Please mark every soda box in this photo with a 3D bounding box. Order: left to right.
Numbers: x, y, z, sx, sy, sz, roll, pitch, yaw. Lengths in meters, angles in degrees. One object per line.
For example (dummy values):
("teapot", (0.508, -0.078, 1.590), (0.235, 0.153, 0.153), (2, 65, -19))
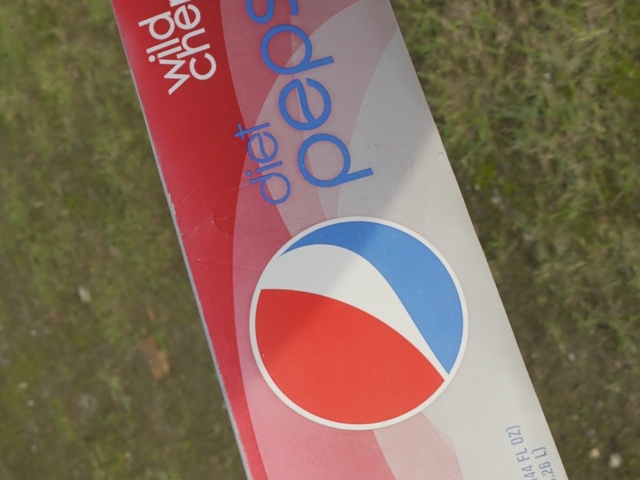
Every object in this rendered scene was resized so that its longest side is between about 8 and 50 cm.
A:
("soda box", (0.000, 0.000, 0.411), (0.092, 0.083, 0.263), (78, 174, -70))
